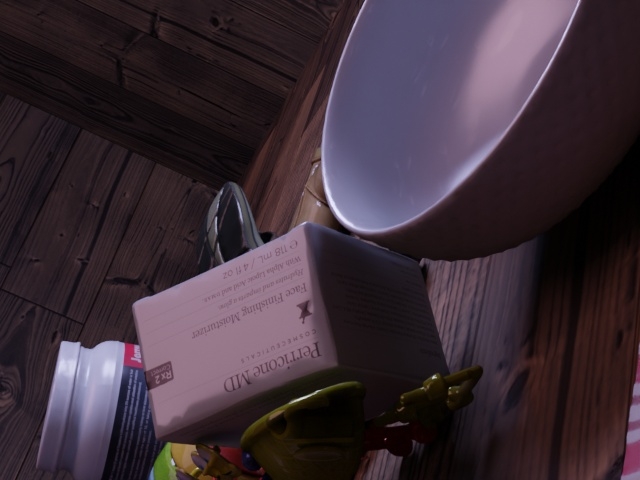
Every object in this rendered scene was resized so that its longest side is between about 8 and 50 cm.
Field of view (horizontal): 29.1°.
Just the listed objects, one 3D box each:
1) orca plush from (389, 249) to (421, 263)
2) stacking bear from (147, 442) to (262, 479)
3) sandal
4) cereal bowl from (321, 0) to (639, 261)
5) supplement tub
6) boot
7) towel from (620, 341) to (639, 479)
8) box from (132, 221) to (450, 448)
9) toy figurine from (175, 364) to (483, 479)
[{"bbox_3d":[0.007,0.122,1.215,0.151,0.102,0.287,-168,103,-86],"label":"orca plush"},{"bbox_3d":[-0.103,0.247,1.373,0.289,0.175,0.164,-63,35,19],"label":"stacking bear"},{"bbox_3d":[-0.081,0.046,1.649,0.120,0.086,0.303,-54,48,27],"label":"sandal"},{"bbox_3d":[0.147,-0.135,0.907,0.339,0.141,0.339,-47,30,38],"label":"cereal bowl"},{"bbox_3d":[-0.219,0.237,1.612,0.191,0.272,0.191,-169,90,-78],"label":"supplement tub"},{"bbox_3d":[0.000,0.000,1.696,0.236,0.089,0.269,151,140,-79],"label":"boot"},{"bbox_3d":[0.210,0.027,0.610,0.144,0.029,0.197,131,159,-60],"label":"towel"},{"bbox_3d":[-0.021,0.086,1.000,0.181,0.182,0.119,-25,67,26],"label":"box"},{"bbox_3d":[0.013,0.250,0.950,0.362,0.191,0.217,129,135,-64],"label":"toy figurine"}]
